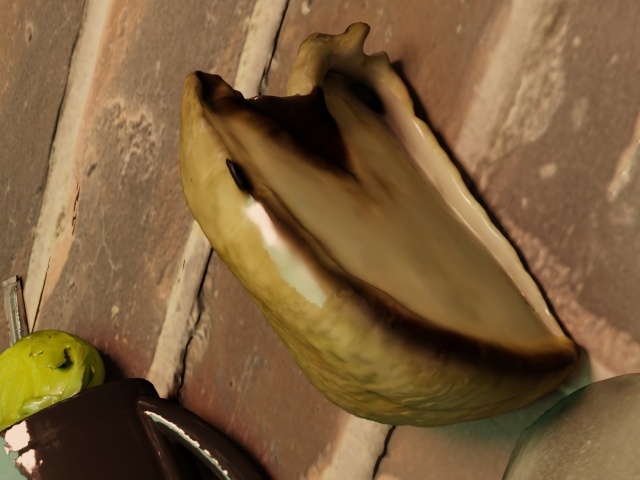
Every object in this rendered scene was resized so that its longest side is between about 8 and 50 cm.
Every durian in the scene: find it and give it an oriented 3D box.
[{"bbox_3d":[-0.282,0.165,1.097,0.250,0.101,0.139,-43,40,38],"label":"durian"}]

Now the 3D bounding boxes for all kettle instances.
[{"bbox_3d":[-0.155,0.277,0.937,0.268,0.207,0.290,-35,73,13],"label":"kettle"}]

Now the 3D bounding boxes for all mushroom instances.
[{"bbox_3d":[-0.004,0.006,0.728,0.212,0.217,0.292,-38,67,45],"label":"mushroom"}]

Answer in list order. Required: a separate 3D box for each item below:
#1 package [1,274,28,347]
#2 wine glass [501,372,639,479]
[{"bbox_3d":[-0.347,0.096,1.234,0.037,0.015,0.110,-21,76,46],"label":"package"},{"bbox_3d":[0.070,0.212,0.534,0.267,0.406,0.267,1,91,48],"label":"wine glass"}]
